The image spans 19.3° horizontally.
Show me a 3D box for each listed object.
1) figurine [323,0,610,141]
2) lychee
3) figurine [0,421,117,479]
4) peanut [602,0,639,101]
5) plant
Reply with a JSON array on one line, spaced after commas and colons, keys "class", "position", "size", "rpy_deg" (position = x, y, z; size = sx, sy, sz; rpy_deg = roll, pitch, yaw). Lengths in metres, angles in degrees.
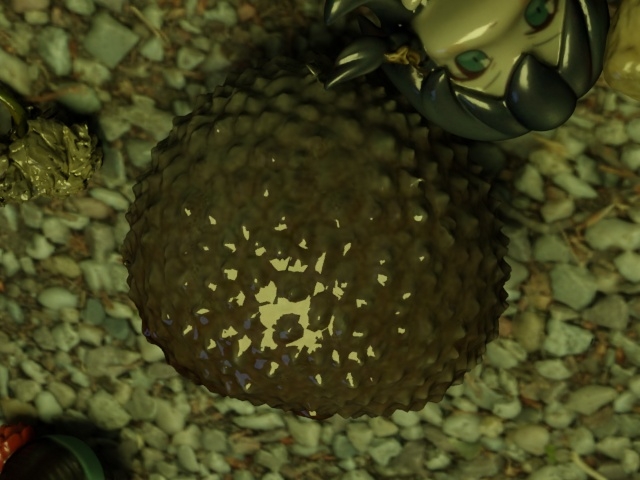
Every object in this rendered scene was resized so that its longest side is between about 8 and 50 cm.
[{"class": "figurine", "position": [0.094, -0.188, 1.299], "size": [0.175, 0.197, 0.265], "rpy_deg": [-13, 124, 22]}, {"class": "lychee", "position": [0.002, 0.001, 1.429], "size": [0.300, 0.300, 0.300], "rpy_deg": [8, 127, 11]}, {"class": "figurine", "position": [-0.233, 0.285, 1.814], "size": [0.138, 0.110, 0.245], "rpy_deg": [8, 136, 34]}, {"class": "peanut", "position": [0.301, -0.181, 1.270], "size": [0.257, 0.123, 0.123], "rpy_deg": [-39, 108, 16]}, {"class": "plant", "position": [-0.247, -0.087, 1.574], "size": [0.116, 0.104, 0.122], "rpy_deg": [-17, 89, -13]}]
